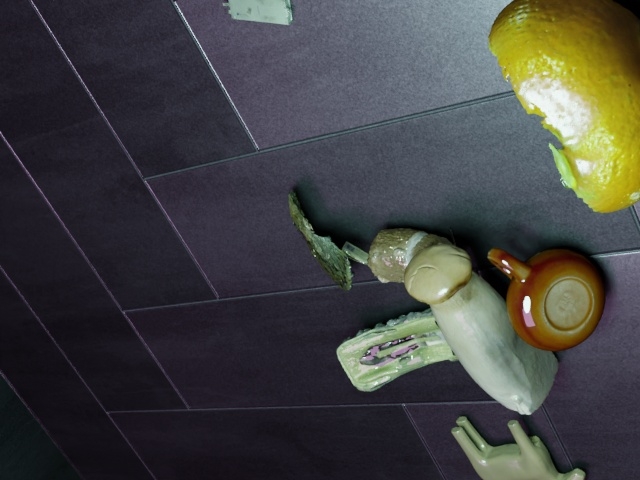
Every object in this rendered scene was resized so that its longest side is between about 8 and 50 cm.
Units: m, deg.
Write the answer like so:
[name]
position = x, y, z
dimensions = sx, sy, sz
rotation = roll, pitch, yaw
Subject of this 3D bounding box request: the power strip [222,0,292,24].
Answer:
[power strip]
position = -0.109, -0.402, 1.780
dimensions = 0.136, 0.019, 0.051
rotation = 11, 134, 25

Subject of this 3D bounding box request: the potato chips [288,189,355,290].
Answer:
[potato chips]
position = -0.004, 0.002, 1.999
dimensions = 0.220, 0.029, 0.202
rotation = 57, 169, 4

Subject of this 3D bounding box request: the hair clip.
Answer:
[hair clip]
position = 0.186, 0.201, 2.074
dimensions = 0.321, 0.091, 0.138
rotation = -20, 106, 30

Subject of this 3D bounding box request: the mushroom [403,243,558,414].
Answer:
[mushroom]
position = 0.296, 0.172, 1.853
dimensions = 0.138, 0.154, 0.407
rotation = -1, 142, 50

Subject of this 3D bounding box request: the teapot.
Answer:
[teapot]
position = 0.382, 0.090, 1.797
dimensions = 0.252, 0.178, 0.135
rotation = 36, 172, -16

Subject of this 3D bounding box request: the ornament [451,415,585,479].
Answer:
[ornament]
position = 0.426, 0.462, 2.163
dimensions = 0.230, 0.061, 0.244
rotation = -18, 115, 39

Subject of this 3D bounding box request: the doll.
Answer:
[doll]
position = 0.150, 0.032, 1.925
dimensions = 0.221, 0.115, 0.105
rotation = -2, 136, 32

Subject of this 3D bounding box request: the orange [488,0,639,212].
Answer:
[orange]
position = 0.387, -0.203, 1.450
dimensions = 0.196, 0.262, 0.334
rotation = -14, 112, 45
